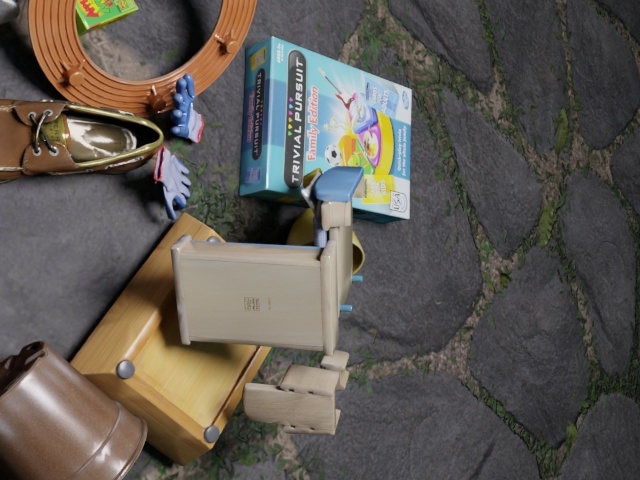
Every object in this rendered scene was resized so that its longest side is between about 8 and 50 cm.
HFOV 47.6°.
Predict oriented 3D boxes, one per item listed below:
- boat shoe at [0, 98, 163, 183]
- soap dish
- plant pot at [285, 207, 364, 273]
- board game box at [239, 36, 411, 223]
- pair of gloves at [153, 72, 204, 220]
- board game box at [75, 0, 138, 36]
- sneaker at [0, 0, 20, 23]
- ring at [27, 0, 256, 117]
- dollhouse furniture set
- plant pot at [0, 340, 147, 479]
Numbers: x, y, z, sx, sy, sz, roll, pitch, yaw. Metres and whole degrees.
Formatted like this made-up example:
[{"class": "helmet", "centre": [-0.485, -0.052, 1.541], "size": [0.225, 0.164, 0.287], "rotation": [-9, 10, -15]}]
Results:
[{"class": "boat shoe", "centre": [-0.349, -0.136, 0.922], "size": [0.307, 0.104, 0.111], "rotation": [-11, 92, -42]}, {"class": "soap dish", "centre": [-0.182, 0.137, 1.030], "size": [0.229, 0.118, 0.291], "rotation": [48, 57, -27]}, {"class": "plant pot", "centre": [0.000, 0.000, 1.217], "size": [0.134, 0.134, 0.095], "rotation": [25, 41, -37]}, {"class": "board game box", "centre": [0.021, -0.180, 1.275], "size": [0.336, 0.079, 0.254], "rotation": [9, 79, -41]}, {"class": "pair of gloves", "centre": [-0.199, -0.131, 1.039], "size": [0.023, 0.159, 0.198], "rotation": [7, 79, 4]}, {"class": "board game box", "centre": [-0.340, -0.385, 1.002], "size": [0.092, 0.043, 0.181], "rotation": [-39, 110, -37]}, {"class": "sneaker", "centre": [-0.503, -0.352, 0.804], "size": [0.315, 0.127, 0.182], "rotation": [-7, 84, -54]}, {"class": "ring", "centre": [-0.218, -0.305, 0.966], "size": [0.336, 0.032, 0.337], "rotation": [-29, 145, -23]}, {"class": "dollhouse furniture set", "centre": [-0.051, 0.061, 1.035], "size": [0.303, 0.198, 0.287], "rotation": [-62, 153, -64]}, {"class": "plant pot", "centre": [-0.323, 0.219, 0.863], "size": [0.167, 0.167, 0.165], "rotation": [-49, 116, -34]}]
